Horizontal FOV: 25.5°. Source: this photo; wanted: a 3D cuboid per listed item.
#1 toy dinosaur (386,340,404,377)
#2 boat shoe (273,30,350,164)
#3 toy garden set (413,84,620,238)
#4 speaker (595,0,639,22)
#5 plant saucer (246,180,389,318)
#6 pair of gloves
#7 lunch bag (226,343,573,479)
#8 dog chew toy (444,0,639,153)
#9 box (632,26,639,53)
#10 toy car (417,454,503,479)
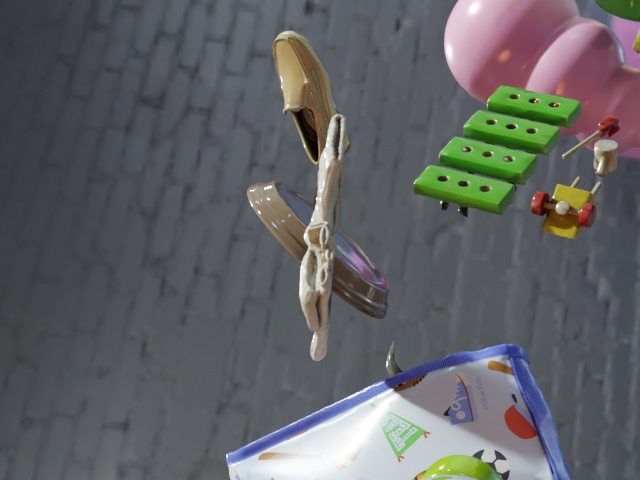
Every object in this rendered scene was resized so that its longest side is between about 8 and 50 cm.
[{"bbox_3d":[0.165,0.298,2.029,0.121,0.160,0.313,38,-139,-65],"label":"toy dinosaur"},{"bbox_3d":[-0.023,-0.195,1.945,0.072,0.068,0.190,-31,-83,-40],"label":"boat shoe"},{"bbox_3d":[0.255,-0.087,1.658,0.244,0.204,0.049,-46,-38,-43],"label":"toy garden set"},{"bbox_3d":[0.472,-0.459,1.963,0.131,0.131,0.296,78,-150,-78],"label":"speaker"},{"bbox_3d":[0.005,0.006,2.086,0.041,0.278,0.278,-46,2,10],"label":"plant saucer"},{"bbox_3d":[0.000,0.000,1.653,0.204,0.042,0.240,93,-178,-63],"label":"pair of gloves"},{"bbox_3d":[0.121,0.337,1.627,0.239,0.385,0.327,25,-139,-49],"label":"lunch bag"},{"bbox_3d":[0.340,-0.245,2.021,0.206,0.332,0.206,-43,-21,-21],"label":"dog chew toy"},{"bbox_3d":[0.343,-0.236,1.369,0.179,0.043,0.105,12,-78,-83],"label":"box"},{"bbox_3d":[0.126,0.154,0.673,0.149,0.188,0.155,56,-155,0],"label":"toy car"}]
